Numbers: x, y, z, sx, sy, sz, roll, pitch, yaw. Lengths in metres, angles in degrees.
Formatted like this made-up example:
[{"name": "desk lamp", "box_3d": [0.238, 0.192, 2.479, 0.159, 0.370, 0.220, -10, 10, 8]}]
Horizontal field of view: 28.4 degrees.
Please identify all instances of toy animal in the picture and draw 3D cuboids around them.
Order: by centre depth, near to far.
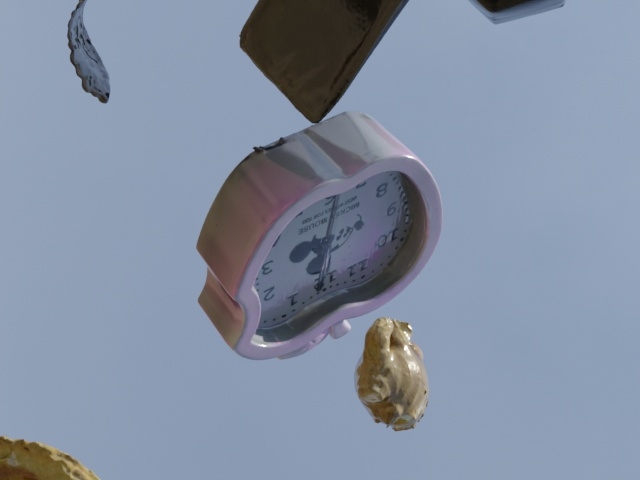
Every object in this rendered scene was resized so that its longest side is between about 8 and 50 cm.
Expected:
[{"name": "toy animal", "box_3d": [-0.229, -0.275, 1.298, 0.160, 0.197, 0.273, -29, -94, 23]}]

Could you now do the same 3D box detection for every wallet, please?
[{"name": "wallet", "box_3d": [0.010, -0.270, 1.445, 0.168, 0.052, 0.245, 49, -56, 20]}]

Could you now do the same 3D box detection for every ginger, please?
[{"name": "ginger", "box_3d": [0.107, 0.205, 1.872, 0.102, 0.216, 0.157, -11, -113, 18]}]

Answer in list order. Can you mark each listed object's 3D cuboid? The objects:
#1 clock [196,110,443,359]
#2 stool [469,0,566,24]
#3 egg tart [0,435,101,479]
[{"name": "clock", "box_3d": [0.000, 0.000, 1.608, 0.102, 0.338, 0.339, 48, -45, 34]}, {"name": "stool", "box_3d": [0.301, -0.456, 1.981, 0.141, 0.232, 0.232, 15, 67, -80]}, {"name": "egg tart", "box_3d": [-0.285, 0.298, 1.194, 0.106, 0.241, 0.241, -77, 164, -85]}]
